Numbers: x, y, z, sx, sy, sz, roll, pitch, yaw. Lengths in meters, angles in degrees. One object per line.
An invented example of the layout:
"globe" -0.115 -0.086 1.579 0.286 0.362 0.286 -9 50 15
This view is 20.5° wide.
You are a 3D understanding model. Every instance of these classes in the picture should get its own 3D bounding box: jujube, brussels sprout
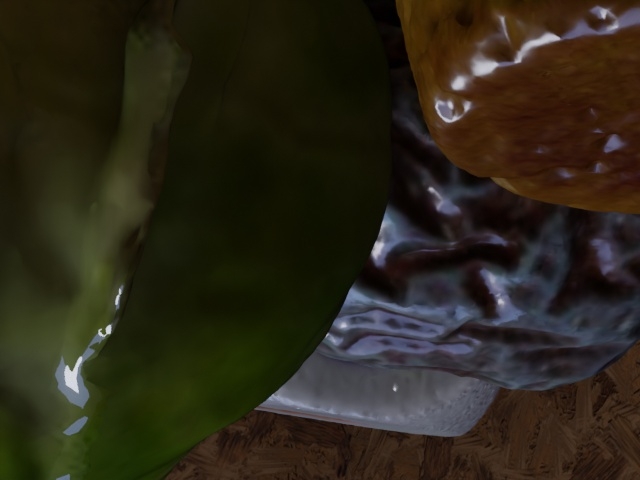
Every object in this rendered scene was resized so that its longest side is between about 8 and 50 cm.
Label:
"jujube" 0.064 -0.030 1.031 0.317 0.226 0.226 13 173 -9
"brussels sprout" -0.193 -0.030 0.756 0.425 0.361 0.342 2 -179 26

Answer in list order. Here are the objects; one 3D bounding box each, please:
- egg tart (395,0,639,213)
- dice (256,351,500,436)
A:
"egg tart" 0.108 -0.110 0.509 0.215 0.170 0.215 1 160 0
"dice" 0.000 0.000 1.258 0.243 0.251 0.259 10 174 -11
